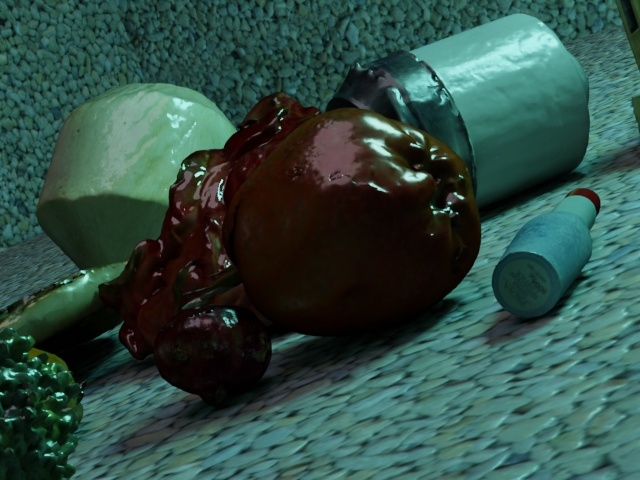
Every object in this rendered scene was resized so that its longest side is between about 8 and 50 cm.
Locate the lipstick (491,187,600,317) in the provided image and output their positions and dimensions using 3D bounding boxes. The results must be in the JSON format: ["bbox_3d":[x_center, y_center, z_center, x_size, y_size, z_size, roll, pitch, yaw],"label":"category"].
[{"bbox_3d":[0.211,0.001,1.449,0.068,0.061,0.274,-20,8,23],"label":"lipstick"}]

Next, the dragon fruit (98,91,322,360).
[{"bbox_3d":[-0.087,-0.017,1.743,0.329,0.228,0.286,-20,9,-10],"label":"dragon fruit"}]

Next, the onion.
[{"bbox_3d":[-0.097,0.104,1.461,0.107,0.097,0.107,-2,-32,-1],"label":"onion"}]

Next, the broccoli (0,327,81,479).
[{"bbox_3d":[-0.384,0.164,1.189,0.338,0.277,0.317,-17,-17,-49],"label":"broccoli"}]

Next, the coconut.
[{"bbox_3d":[-0.244,-0.053,2.261,0.328,0.329,0.329,-20,8,3],"label":"coconut"}]

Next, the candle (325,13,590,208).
[{"bbox_3d":[0.193,-0.152,1.962,0.342,0.221,0.221,-23,8,-20],"label":"candle"}]

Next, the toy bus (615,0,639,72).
[{"bbox_3d":[0.499,-0.284,1.978,0.201,0.177,0.365,-22,-9,33],"label":"toy bus"}]

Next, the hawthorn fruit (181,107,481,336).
[{"bbox_3d":[0.000,0.000,1.520,0.299,0.211,0.211,-27,6,16],"label":"hawthorn fruit"}]

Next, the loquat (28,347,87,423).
[{"bbox_3d":[-0.293,0.152,1.554,0.137,0.113,0.137,-2,-5,0],"label":"loquat"}]

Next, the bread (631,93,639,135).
[{"bbox_3d":[0.422,-0.152,1.850,0.109,0.084,0.080,-25,11,-24],"label":"bread"}]

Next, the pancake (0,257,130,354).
[{"bbox_3d":[-0.356,0.115,1.937,0.382,0.071,0.382,-27,-2,-1],"label":"pancake"}]
